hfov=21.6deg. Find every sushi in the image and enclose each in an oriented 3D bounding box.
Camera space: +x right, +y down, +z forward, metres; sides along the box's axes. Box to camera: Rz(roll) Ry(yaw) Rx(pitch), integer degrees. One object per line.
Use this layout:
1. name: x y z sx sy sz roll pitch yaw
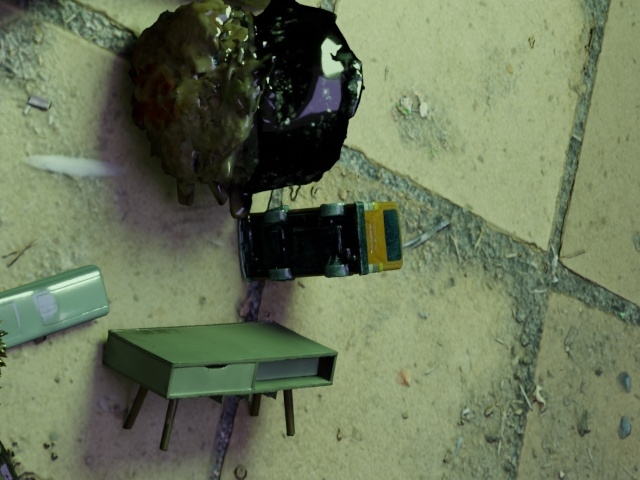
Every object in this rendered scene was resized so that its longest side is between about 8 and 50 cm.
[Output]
1. sushi: -0.093 -0.158 1.853 0.218 0.225 0.239 2 65 -26

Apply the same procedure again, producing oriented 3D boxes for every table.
1. table: -0.115 0.164 1.884 0.240 0.121 0.111 0 106 -42

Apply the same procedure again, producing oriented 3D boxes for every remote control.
1. remote control: -0.296 0.073 1.776 0.162 0.029 0.061 -20 100 -41

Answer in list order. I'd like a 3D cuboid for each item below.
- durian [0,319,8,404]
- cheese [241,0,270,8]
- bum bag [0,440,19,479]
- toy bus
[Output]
1. durian: -0.423 0.113 1.522 0.291 0.224 0.291 -24 137 -25
2. cheese: -0.106 -0.360 1.932 0.263 0.093 0.159 10 85 -43
3. bum bag: -0.374 0.165 1.672 0.102 0.069 0.248 -13 100 -4
4. toy bus: 0.000 0.000 1.953 0.103 0.182 0.091 -5 91 -51
